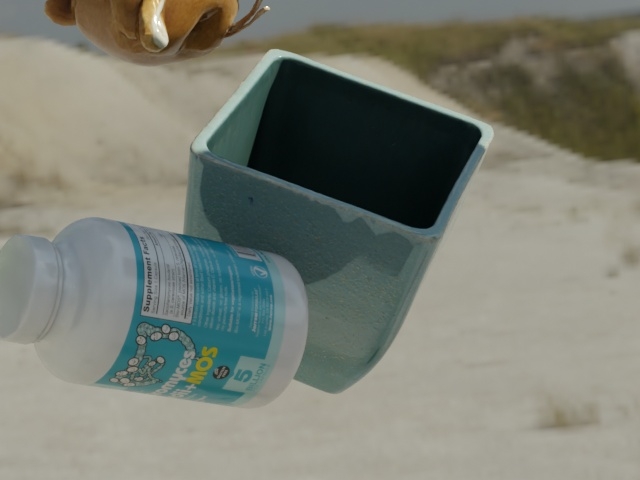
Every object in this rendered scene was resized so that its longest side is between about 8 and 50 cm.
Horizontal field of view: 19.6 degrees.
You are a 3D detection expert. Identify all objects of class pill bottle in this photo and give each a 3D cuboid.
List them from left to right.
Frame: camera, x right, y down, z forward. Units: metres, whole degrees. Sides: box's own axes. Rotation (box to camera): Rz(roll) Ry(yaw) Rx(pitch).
[{"bbox_3d":[-0.153,0.062,1.629,0.264,0.146,0.146,12,-5,-32],"label":"pill bottle"}]

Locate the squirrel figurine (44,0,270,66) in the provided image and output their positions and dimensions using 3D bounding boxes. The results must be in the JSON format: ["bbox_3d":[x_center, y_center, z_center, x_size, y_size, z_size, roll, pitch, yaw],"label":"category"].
[{"bbox_3d":[-0.170,-0.371,1.817,0.281,0.370,0.397,26,0,40],"label":"squirrel figurine"}]

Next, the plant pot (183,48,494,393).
[{"bbox_3d":[0.000,0.000,1.848,0.247,0.252,0.247,21,34,8],"label":"plant pot"}]
